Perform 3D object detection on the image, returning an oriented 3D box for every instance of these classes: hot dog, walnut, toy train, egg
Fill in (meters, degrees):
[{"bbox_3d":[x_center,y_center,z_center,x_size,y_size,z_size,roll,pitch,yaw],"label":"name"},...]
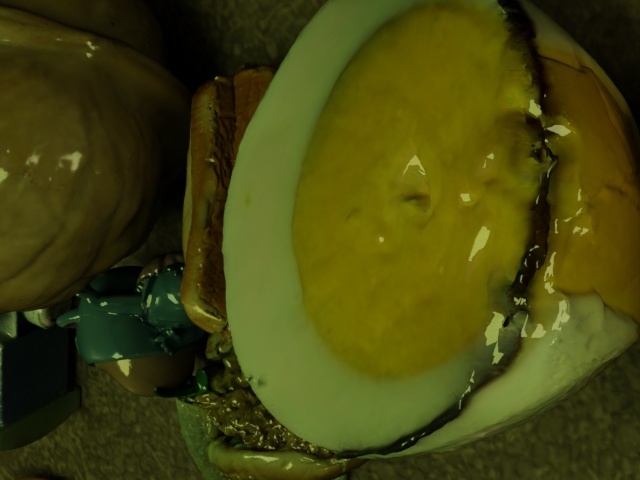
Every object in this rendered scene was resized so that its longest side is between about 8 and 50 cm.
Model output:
[{"bbox_3d":[-0.052,-0.035,1.378,0.102,0.076,0.249,-15,54,22],"label":"hot dog"},{"bbox_3d":[-0.238,-0.091,1.467,0.285,0.285,0.296,-36,42,46],"label":"walnut"},{"bbox_3d":[-0.359,0.061,1.733,0.299,0.131,0.202,22,120,31],"label":"toy train"},{"bbox_3d":[0.096,-0.002,1.212,0.337,0.201,0.337,-24,56,42],"label":"egg"}]

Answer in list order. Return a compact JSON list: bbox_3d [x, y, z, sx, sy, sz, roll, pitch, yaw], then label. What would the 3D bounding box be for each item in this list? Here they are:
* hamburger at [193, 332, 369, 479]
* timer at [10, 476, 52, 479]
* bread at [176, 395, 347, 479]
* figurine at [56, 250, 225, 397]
[{"bbox_3d":[-0.004,0.121,1.414,0.159,0.184,0.131,-164,69,-87],"label":"hamburger"},{"bbox_3d":[-0.277,0.329,1.806,0.132,0.132,0.152,15,140,40],"label":"timer"},{"bbox_3d":[-0.051,0.197,1.568,0.193,0.036,0.112,10,115,42],"label":"bread"},{"bbox_3d":[-0.127,0.077,1.548,0.178,0.114,0.144,-30,87,38],"label":"figurine"}]
